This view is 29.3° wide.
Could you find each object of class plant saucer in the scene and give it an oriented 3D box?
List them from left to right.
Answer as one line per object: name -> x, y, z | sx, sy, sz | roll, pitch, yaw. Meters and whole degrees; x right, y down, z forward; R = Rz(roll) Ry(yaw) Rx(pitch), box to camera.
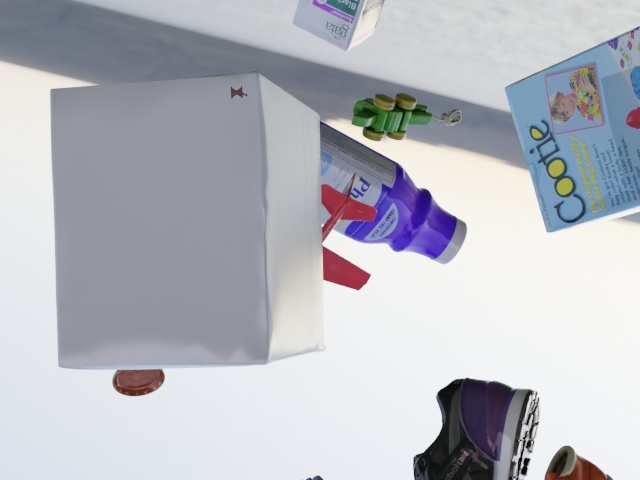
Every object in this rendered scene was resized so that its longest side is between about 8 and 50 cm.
plant saucer -> -0.287, 0.216, 1.929 | 0.083, 0.083, 0.013 | 11, -139, -27

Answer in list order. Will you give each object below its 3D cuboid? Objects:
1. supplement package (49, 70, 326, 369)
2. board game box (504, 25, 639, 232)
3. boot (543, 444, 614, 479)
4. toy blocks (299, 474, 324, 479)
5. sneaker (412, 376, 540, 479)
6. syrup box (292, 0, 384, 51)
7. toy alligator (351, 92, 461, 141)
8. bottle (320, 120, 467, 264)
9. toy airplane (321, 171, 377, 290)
supplement package -> -0.088, -0.008, 0.894 | 0.149, 0.194, 0.203 | -2, 177, 11
board game box -> 0.317, -0.114, 1.038 | 0.142, 0.144, 0.275 | -13, 175, -39
boot -> 0.260, 0.296, 1.320 | 0.084, 0.158, 0.059 | 46, 138, -15
toy blocks -> 0.016, 0.466, 1.823 | 0.381, 0.191, 0.261 | -24, 116, 40
sneaker -> 0.160, 0.297, 1.398 | 0.124, 0.283, 0.107 | 10, 167, 25
syrup box -> 0.051, -0.392, 1.699 | 0.093, 0.237, 0.096 | 29, -147, 13
toy alligator -> 0.102, -0.166, 1.589 | 0.190, 0.056, 0.051 | -8, -144, -40
bottle -> 0.058, -0.057, 1.594 | 0.283, 0.118, 0.092 | 28, -146, -18
toy airplane -> 0.000, 0.000, 1.215 | 0.151, 0.151, 0.028 | 12, -155, -15
